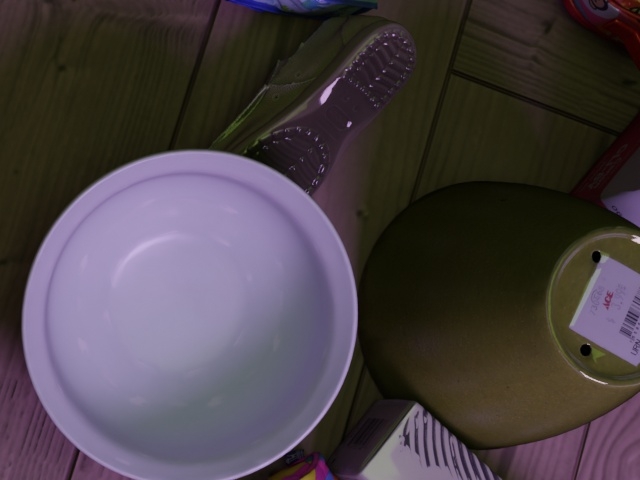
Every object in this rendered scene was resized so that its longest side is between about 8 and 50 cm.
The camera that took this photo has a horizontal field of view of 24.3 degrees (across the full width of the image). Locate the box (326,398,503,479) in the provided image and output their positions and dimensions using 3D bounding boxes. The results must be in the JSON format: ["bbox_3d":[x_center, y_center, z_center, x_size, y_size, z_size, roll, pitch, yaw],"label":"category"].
[{"bbox_3d":[0.143,0.275,1.440,0.275,0.113,0.094,43,74,-11],"label":"box"}]

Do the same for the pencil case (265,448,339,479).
[{"bbox_3d":[0.018,0.311,1.409,0.104,0.104,0.236,-36,94,-16],"label":"pencil case"}]

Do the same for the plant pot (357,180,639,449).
[{"bbox_3d":[0.210,0.064,1.380,0.275,0.293,0.274,1,85,-17],"label":"plant pot"}]

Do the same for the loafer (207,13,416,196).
[{"bbox_3d":[-0.024,-0.115,1.431,0.268,0.092,0.102,-42,130,-1],"label":"loafer"}]

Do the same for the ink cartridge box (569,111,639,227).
[{"bbox_3d":[0.443,-0.007,1.408,0.279,0.385,0.160,47,75,-8],"label":"ink cartridge box"}]

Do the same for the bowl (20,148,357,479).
[{"bbox_3d":[-0.122,0.063,1.351,0.298,0.134,0.298,-1,96,-11],"label":"bowl"}]

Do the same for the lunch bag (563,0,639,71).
[{"bbox_3d":[0.408,-0.271,1.556,0.293,0.120,0.258,24,80,-14],"label":"lunch bag"}]

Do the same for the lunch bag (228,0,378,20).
[{"bbox_3d":[-0.024,-0.286,1.440,0.151,0.096,0.129,3,85,-26],"label":"lunch bag"}]
